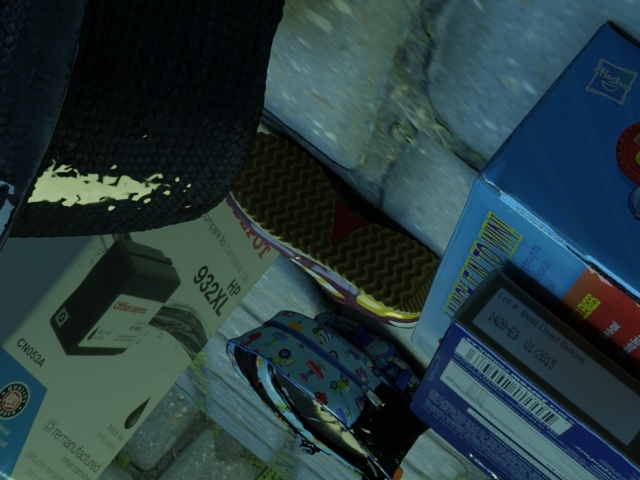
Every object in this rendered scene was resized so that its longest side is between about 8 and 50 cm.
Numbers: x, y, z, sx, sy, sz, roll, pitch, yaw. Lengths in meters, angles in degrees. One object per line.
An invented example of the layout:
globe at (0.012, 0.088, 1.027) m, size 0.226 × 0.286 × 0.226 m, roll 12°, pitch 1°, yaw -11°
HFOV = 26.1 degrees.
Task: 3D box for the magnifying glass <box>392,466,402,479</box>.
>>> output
magnifying glass at (0.020, 0.260, 1.879) m, size 0.231 × 0.026 × 0.092 m, roll 33°, pitch 165°, yaw 36°

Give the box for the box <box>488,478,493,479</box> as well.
box at (0.200, 0.311, 1.397) m, size 0.102 × 0.087 × 0.101 m, roll 44°, pitch 167°, yaw -14°

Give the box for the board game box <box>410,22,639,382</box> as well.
board game box at (0.197, 0.077, 0.649) m, size 0.302 × 0.086 × 0.308 m, roll 39°, pitch 167°, yaw 9°

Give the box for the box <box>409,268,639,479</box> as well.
box at (0.111, 0.093, 0.663) m, size 0.136 × 0.036 × 0.225 m, roll 39°, pitch 165°, yaw 9°

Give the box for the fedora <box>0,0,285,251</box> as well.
fedora at (-0.118, -0.094, 0.711) m, size 0.153 × 0.334 × 0.334 m, roll 13°, pitch 178°, yaw -24°

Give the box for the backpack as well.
backpack at (0.005, 0.126, 1.268) m, size 0.173 × 0.117 × 0.158 m, roll 46°, pitch 166°, yaw -27°

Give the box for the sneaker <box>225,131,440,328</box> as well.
sneaker at (0.000, 0.000, 0.978) m, size 0.185 × 0.069 × 0.084 m, roll 40°, pitch 162°, yaw 7°

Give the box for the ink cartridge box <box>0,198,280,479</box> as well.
ink cartridge box at (-0.183, 0.031, 1.065) m, size 0.129 × 0.307 × 0.223 m, roll 30°, pitch 163°, yaw 29°
